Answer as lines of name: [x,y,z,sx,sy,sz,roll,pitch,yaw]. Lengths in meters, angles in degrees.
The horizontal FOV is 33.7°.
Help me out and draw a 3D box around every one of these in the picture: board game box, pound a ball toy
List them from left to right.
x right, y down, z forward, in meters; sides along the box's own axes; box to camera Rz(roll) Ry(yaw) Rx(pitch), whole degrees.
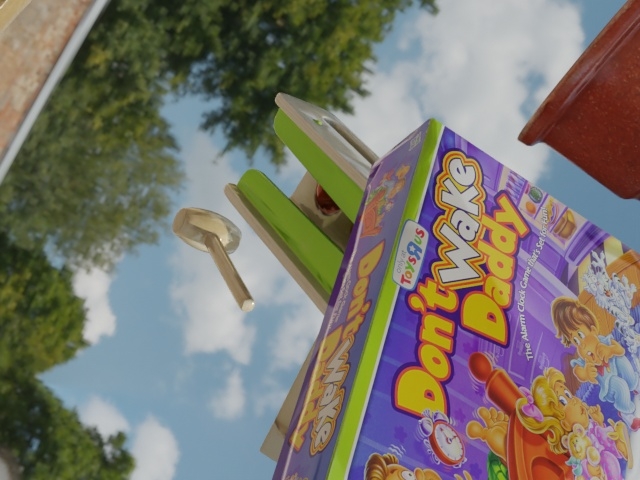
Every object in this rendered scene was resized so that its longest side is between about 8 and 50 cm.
pound a ball toy: [0.000,0.000,1.080,0.208,0.135,0.319,-59,-138,15]
board game box: [0.104,0.123,0.673,0.078,0.233,0.347,-38,-152,51]

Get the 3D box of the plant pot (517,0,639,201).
plant pot: [0.292,-0.066,0.543,0.272,0.265,0.272,-46,173,-7]

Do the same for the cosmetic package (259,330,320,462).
cosmetic package: [0.074,0.143,1.231,0.310,0.160,0.113,-64,166,10]

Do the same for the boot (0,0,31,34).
boot: [-0.180,-0.142,0.595,0.089,0.236,0.269,34,-103,20]
